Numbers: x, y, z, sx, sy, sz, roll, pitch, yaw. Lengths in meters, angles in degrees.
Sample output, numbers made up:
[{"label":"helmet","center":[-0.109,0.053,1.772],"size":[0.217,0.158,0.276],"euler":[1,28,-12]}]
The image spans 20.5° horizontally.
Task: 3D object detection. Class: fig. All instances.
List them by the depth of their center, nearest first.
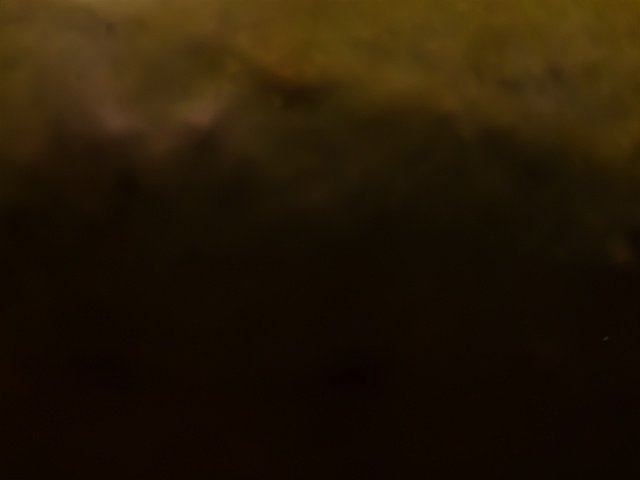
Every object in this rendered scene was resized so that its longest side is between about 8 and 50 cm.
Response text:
[{"label":"fig","center":[0.000,0.000,0.486],"size":[0.326,0.258,0.258],"euler":[12,12,-20]}]
